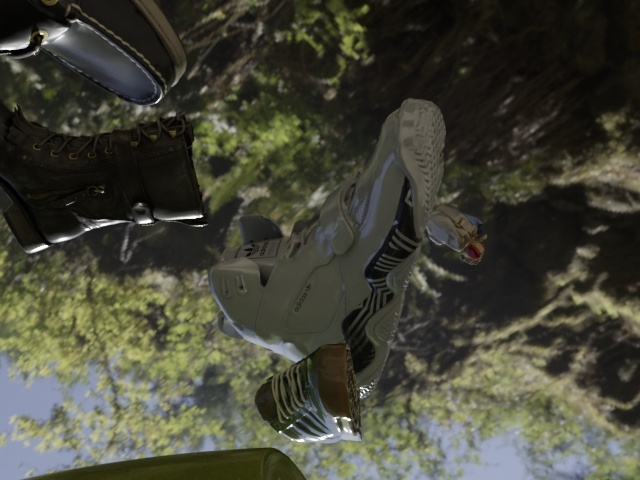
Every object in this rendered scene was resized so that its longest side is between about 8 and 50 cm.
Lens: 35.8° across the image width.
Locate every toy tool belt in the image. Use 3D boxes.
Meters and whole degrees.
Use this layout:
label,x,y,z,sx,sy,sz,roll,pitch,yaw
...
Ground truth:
label,x,y,z,sx,sy,sz,roll,pitch,yaw
toy tool belt,0.166,-0.014,1.145,0.051,0.052,0.083,-35,-128,-29

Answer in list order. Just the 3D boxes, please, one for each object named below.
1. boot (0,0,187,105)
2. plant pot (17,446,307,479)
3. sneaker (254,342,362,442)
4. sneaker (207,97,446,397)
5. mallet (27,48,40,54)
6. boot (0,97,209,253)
label,x,y,z,sx,sy,sz,roll,pitch,yaw
boot,-0.298,-0.147,0.780,0.377,0.138,0.284,38,-122,-38
plant pot,-0.133,0.257,0.637,0.274,0.293,0.275,62,-172,-15
sneaker,-0.013,0.133,0.811,0.086,0.192,0.064,-3,-111,4
sneaker,0.000,0.000,1.056,0.210,0.366,0.137,17,-145,5
mallet,-0.401,-0.280,1.297,0.062,0.190,0.039,17,-92,-12
boot,-0.253,-0.104,1.088,0.091,0.229,0.263,-100,-6,-50
